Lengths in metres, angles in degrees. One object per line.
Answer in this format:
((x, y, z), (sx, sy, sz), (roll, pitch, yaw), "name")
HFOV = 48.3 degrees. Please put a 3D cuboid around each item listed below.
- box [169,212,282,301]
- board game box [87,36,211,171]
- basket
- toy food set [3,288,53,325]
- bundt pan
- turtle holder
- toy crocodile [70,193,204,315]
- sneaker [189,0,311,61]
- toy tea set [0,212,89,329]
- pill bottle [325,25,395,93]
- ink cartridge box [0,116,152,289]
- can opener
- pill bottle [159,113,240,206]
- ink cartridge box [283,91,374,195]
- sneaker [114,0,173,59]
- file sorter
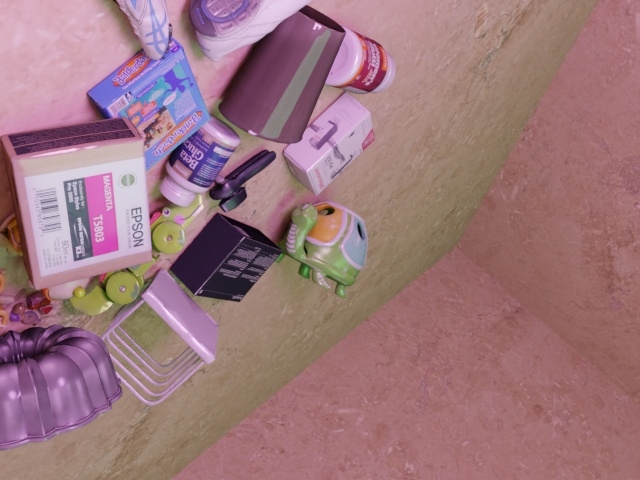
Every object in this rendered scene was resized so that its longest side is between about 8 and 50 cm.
((-0.227, 0.049, 1.775), (0.184, 0.103, 0.261), (-51, 161, 4), "box")
((-0.277, -0.224, 1.194), (0.160, 0.047, 0.210), (-42, 160, -13), "board game box")
((-0.061, -0.316, 1.328), (0.204, 0.154, 0.226), (-13, 138, -56), "basket")
((-0.550, 0.131, 1.370), (0.078, 0.019, 0.122), (-45, 161, -5), "toy food set")
((-0.526, 0.241, 1.266), (0.331, 0.331, 0.124), (-21, 111, -52), "bundt pan")
((-0.005, -0.002, 2.021), (0.320, 0.243, 0.227), (31, 86, -31), "turtle holder")
((-0.363, 0.026, 1.449), (0.340, 0.105, 0.115), (-47, -170, -1), "toy crocodile")
((-0.092, -0.403, 1.185), (0.297, 0.111, 0.129), (-34, 171, -19), "sneaker")
((-0.529, 0.105, 1.199), (0.336, 0.124, 0.200), (-44, 161, -7), "toy tea set")
((0.075, -0.378, 1.527), (0.121, 0.121, 0.221), (-54, 160, 20), "pill bottle")
((-0.369, -0.057, 1.105), (0.193, 0.088, 0.234), (-15, 128, -26), "ink cartridge box")
((-0.172, -0.144, 1.583), (0.186, 0.059, 0.073), (-48, 137, -27), "can opener")
((-0.235, -0.150, 1.363), (0.169, 0.094, 0.094), (-53, 160, 17), "pill bottle")
((0.024, -0.234, 1.759), (0.218, 0.092, 0.158), (-43, 161, -6), "ink cartridge box")
((-0.255, -0.338, 0.986), (0.086, 0.085, 0.237), (-14, 157, -11), "sneaker")
((-0.349, 0.205, 1.536), (0.173, 0.193, 0.278), (-43, -170, -1), "file sorter")
